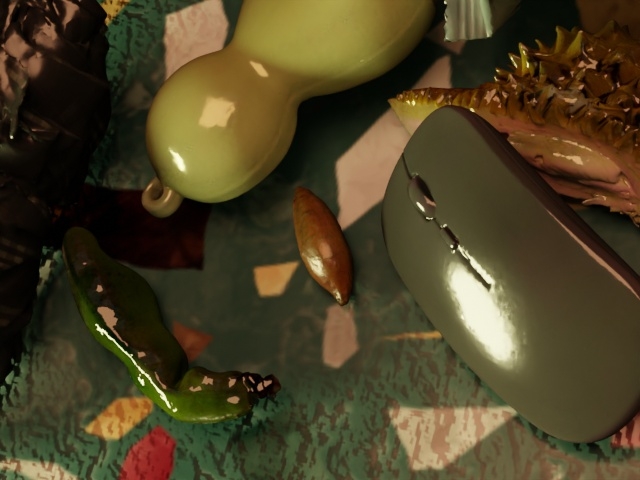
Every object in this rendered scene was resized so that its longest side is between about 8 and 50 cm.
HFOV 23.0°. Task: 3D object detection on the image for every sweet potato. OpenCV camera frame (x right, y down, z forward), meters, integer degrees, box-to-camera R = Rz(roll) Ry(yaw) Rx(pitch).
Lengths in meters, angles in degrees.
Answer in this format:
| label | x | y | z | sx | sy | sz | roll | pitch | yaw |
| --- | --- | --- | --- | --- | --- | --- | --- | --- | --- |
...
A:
| label | x | y | z | sx | sy | sz | roll | pitch | yaw |
| --- | --- | --- | --- | --- | --- | --- | --- | --- | --- |
| sweet potato | 0.000 | 0.000 | 1.030 | 0.034 | 0.034 | 0.095 | -27 | 61 | 5 |

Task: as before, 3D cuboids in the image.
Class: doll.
| label | x | y | z | sx | sy | sz | roll | pitch | yaw |
| --- | --- | --- | --- | --- | --- | --- | --- | --- | --- |
| doll | -0.016 | -0.130 | 1.066 | 0.296 | 0.117 | 0.141 | -51 | 52 | 6 |

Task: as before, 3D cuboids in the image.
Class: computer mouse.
| label | x | y | z | sx | sy | sz | roll | pitch | yaw |
| --- | --- | --- | --- | --- | --- | --- | --- | --- | --- |
| computer mouse | 0.113 | 0.017 | 0.945 | 0.232 | 0.057 | 0.120 | 51 | 127 | 31 |

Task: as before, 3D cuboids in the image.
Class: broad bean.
| label | x | y | z | sx | sy | sz | roll | pitch | yaw |
| --- | --- | --- | --- | --- | --- | --- | --- | --- | --- |
| broad bean | -0.113 | 0.064 | 1.031 | 0.195 | 0.046 | 0.061 | 35 | 72 | 27 |

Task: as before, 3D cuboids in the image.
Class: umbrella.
| label | x | y | z | sx | sy | sz | roll | pitch | yaw |
| --- | --- | --- | --- | --- | --- | --- | --- | --- | --- |
| umbrella | -0.232 | -0.016 | 1.081 | 0.128 | 0.154 | 0.337 | 15 | 90 | -1 |

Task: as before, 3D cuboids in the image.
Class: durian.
| label | x | y | z | sx | sy | sz | roll | pitch | yaw |
| --- | --- | --- | --- | --- | --- | --- | --- | --- | --- |
| durian | 0.141 | -0.088 | 0.998 | 0.224 | 0.078 | 0.140 | 6 | 66 | 21 |

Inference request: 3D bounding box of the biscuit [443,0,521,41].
| label | x | y | z | sx | sy | sz | roll | pitch | yaw |
| --- | --- | --- | --- | --- | --- | --- | --- | --- | --- |
| biscuit | 0.203 | -0.226 | 0.928 | 0.309 | 0.079 | 0.186 | -2 | 96 | 36 |
